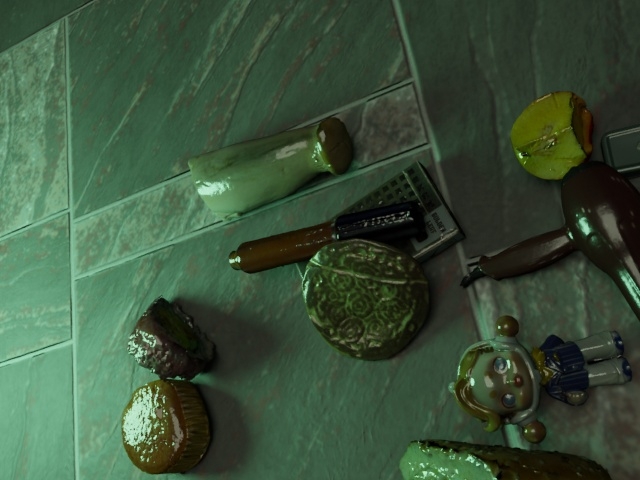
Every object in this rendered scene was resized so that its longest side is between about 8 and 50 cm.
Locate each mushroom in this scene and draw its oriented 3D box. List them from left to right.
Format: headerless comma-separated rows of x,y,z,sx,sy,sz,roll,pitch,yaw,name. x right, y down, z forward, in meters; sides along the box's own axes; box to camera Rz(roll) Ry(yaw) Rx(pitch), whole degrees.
-0.121,-0.154,1.412,0.408,0.137,0.154,-12,57,30,mushroom

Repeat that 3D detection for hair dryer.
0.399,0.057,1.101,0.340,0.123,0.312,-27,62,30,hair dryer

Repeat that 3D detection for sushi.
-0.345,0.205,1.394,0.241,0.161,0.107,43,98,30,sushi

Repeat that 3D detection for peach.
0.411,-0.187,1.156,0.151,0.118,0.151,10,115,23,peach

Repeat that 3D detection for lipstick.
0.000,0.000,1.278,0.419,0.077,0.077,-13,69,26,lipstick

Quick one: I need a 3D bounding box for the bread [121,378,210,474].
-0.329,0.389,1.363,0.199,0.104,0.199,-8,72,27,bread

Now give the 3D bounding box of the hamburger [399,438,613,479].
0.279,0.398,0.946,0.318,0.277,0.195,156,121,-63,hamburger

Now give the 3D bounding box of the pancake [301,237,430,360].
0.080,0.112,1.225,0.250,0.031,0.250,5,105,17,pancake

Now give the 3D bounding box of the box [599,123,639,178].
0.553,-0.158,1.121,0.126,0.031,0.091,-10,70,23,box

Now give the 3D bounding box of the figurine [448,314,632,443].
0.350,0.207,1.065,0.274,0.133,0.193,-35,78,3,figurine

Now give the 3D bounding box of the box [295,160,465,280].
0.103,0.003,1.292,0.325,0.047,0.180,-33,61,15,box
